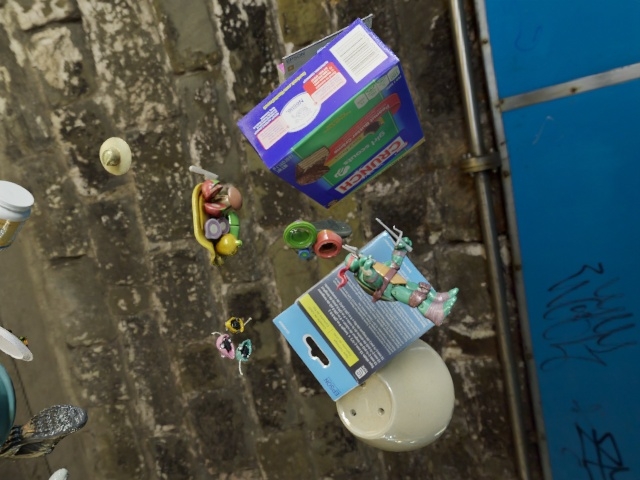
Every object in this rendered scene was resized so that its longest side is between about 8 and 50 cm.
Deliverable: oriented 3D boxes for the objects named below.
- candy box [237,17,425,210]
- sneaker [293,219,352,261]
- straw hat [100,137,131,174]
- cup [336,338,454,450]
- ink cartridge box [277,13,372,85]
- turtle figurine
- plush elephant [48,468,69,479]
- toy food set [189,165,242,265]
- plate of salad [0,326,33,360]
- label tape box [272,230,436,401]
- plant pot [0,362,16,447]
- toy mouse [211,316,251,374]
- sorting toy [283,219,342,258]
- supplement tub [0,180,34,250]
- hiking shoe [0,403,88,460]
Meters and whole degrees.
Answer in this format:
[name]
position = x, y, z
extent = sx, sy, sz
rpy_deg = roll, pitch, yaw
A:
[candy box]
position = 0.042, -0.207, 0.810
extent = 0.122, 0.268, 0.317
rpy_deg = 57, 12, 18
[sneaker]
position = 0.000, 0.000, 1.515
extent = 0.087, 0.227, 0.130
rpy_deg = -116, -158, -50
[straw hat]
position = -0.787, -0.314, 1.575
extent = 0.061, 0.144, 0.145
rpy_deg = -55, 134, -71
[cup]
position = 0.172, 0.428, 1.154
extent = 0.237, 0.331, 0.331
rpy_deg = 14, 63, -57
[ink cartridge box]
position = 0.013, -0.594, 1.430
extent = 0.071, 0.324, 0.330
rpy_deg = 59, -8, 16
[turtle figurine]
position = 0.127, 0.059, 0.757
extent = 0.175, 0.234, 0.118
rpy_deg = -40, 157, -53
[plush elephant]
position = -0.595, 0.614, 0.875
extent = 0.255, 0.330, 0.272
rpy_deg = -42, 134, -28
[toy food set]
position = -0.204, -0.059, 0.875
extent = 0.128, 0.071, 0.218
rpy_deg = 32, 47, -71
[plate of salad]
position = -1.115, 0.362, 1.514
extent = 0.048, 0.199, 0.200
rpy_deg = -61, 144, -46
[label tape box]
position = 0.097, 0.179, 1.034
extent = 0.249, 0.347, 0.115
rpy_deg = 52, 1, 3
[plant pot]
position = -0.854, 0.390, 0.800
extent = 0.334, 0.340, 0.341
rpy_deg = -172, -110, -79
[toy mouse]
position = -0.217, 0.265, 1.045
extent = 0.161, 0.031, 0.143
rpy_deg = 22, 51, -63
[sorting toy]
position = -0.015, -0.005, 0.655
extent = 0.102, 0.061, 0.042
rpy_deg = 26, 31, -28
[supplement tub]
position = -1.043, -0.079, 1.362
extent = 0.144, 0.200, 0.144
rpy_deg = 38, 15, -13
[hiking shoe]
position = -0.701, 0.495, 1.078
extent = 0.114, 0.226, 0.086
rpy_deg = 81, -11, -50
